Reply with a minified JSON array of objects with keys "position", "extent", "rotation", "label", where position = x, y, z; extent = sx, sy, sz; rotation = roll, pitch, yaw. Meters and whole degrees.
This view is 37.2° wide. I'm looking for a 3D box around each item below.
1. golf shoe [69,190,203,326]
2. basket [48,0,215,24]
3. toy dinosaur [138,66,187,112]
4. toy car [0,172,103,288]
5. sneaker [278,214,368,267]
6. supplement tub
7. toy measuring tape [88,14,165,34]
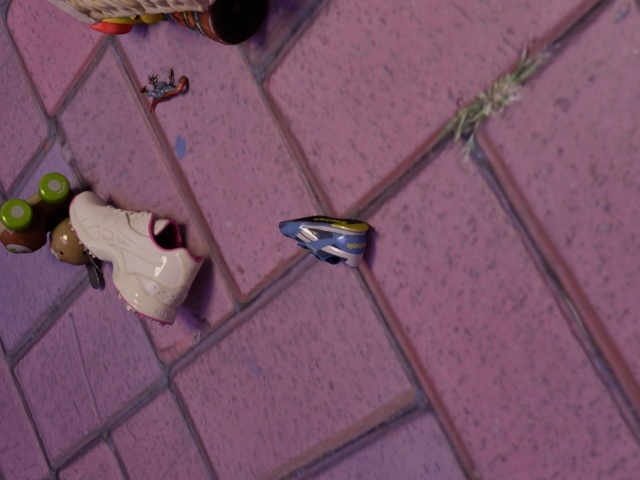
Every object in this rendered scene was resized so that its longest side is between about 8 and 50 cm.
[{"position":[-0.288,-0.001,1.501],"extent":[0.140,0.115,0.306],"rotation":[-52,56,10],"label":"golf shoe"},{"position":[-0.268,-0.478,1.129],"extent":[0.266,0.331,0.328],"rotation":[9,76,41],"label":"basket"},{"position":[-0.231,-0.229,1.437],"extent":[0.082,0.047,0.090],"rotation":[23,148,31],"label":"toy dinosaur"},{"position":[-0.443,0.005,1.628],"extent":[0.188,0.149,0.155],"rotation":[48,156,2],"label":"toy car"},{"position":[0.000,0.000,1.230],"extent":[0.144,0.053,0.059],"rotation":[11,109,45],"label":"sneaker"},{"position":[-0.169,-0.340,1.287],"extent":[0.198,0.106,0.106],"rotation":[32,120,37],"label":"supplement tub"},{"position":[-0.355,-0.395,1.456],"extent":[0.330,0.121,0.121],"rotation":[33,121,36],"label":"toy measuring tape"}]
